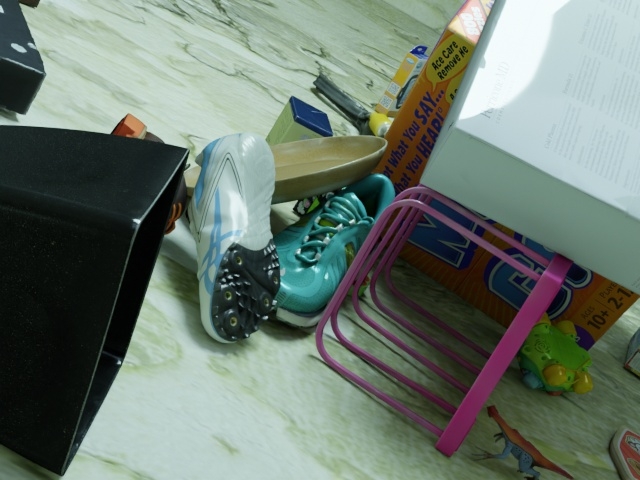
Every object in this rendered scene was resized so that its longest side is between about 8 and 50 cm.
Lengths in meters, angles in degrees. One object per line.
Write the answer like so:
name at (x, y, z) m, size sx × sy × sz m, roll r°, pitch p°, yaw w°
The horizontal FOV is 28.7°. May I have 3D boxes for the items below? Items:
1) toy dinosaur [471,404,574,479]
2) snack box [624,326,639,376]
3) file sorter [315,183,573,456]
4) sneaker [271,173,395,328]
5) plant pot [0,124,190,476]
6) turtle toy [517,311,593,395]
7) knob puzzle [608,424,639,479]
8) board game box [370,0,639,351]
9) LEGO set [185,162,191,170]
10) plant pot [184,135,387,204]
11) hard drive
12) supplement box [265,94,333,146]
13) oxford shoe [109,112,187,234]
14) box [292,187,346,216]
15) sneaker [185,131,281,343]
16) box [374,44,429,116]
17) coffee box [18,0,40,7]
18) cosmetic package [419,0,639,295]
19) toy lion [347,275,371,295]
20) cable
toy dinosaur at (0.192, 0.193, 1.207) m, size 0.047 × 0.090 × 0.082 m, roll -75°, pitch 152°, yaw -60°
snack box at (0.484, 0.175, 1.766) m, size 0.100 × 0.037 × 0.141 m, roll 37°, pitch 19°, yaw 7°
file sorter at (0.138, 0.047, 1.290) m, size 0.182 × 0.202 × 0.290 m, roll 33°, pitch 19°, yaw 10°
sneaker at (0.000, 0.000, 1.298) m, size 0.107 × 0.110 × 0.275 m, roll 36°, pitch 31°, yaw 6°
plant pot at (-0.209, 0.018, 0.864) m, size 0.167 × 0.188 × 0.187 m, roll 18°, pitch 20°, yaw -1°
turtle toy at (0.274, 0.144, 1.464) m, size 0.130 × 0.066 × 0.095 m, roll 21°, pitch 45°, yaw -38°
knob puzzle at (0.406, 0.271, 1.417) m, size 0.213 × 0.030 × 0.213 m, roll 29°, pitch 19°, yaw -11°
board game box at (0.306, -0.138, 1.567) m, size 0.356 × 0.356 × 0.356 m, roll 34°, pitch 50°, yaw 4°
LEGO set at (-0.187, -0.087, 1.384) m, size 0.083 × 0.023 × 0.054 m, roll 22°, pitch 15°, yaw 9°
plant pot at (-0.040, -0.074, 1.377) m, size 0.236 × 0.032 × 0.236 m, roll -10°, pitch 14°, yaw 2°
hard drive at (-0.440, -0.268, 1.353) m, size 0.237 × 0.064 × 0.339 m, roll 20°, pitch 23°, yaw -34°
supplement box at (-0.031, -0.130, 1.627) m, size 0.056 × 0.083 × 0.083 m, roll 27°, pitch 20°, yaw -17°
oxford shoe at (-0.169, -0.044, 1.190) m, size 0.098 × 0.097 × 0.271 m, roll 35°, pitch 18°, yaw -15°
box at (0.022, -0.039, 1.522) m, size 0.083 × 0.062 × 0.052 m, roll 38°, pitch 18°, yaw 14°
sneaker at (-0.089, 0.000, 1.183) m, size 0.085 × 0.086 × 0.237 m, roll 42°, pitch 37°, yaw -39°
box at (0.154, -0.282, 2.215) m, size 0.028 × 0.136 × 0.081 m, roll 39°, pitch 20°, yaw 17°
coffee box at (-0.448, -0.410, 1.573) m, size 0.246 × 0.141 × 0.098 m, roll 14°, pitch 26°, yaw -42°
cosmetic package at (0.290, -0.143, 1.267) m, size 0.284 × 0.097 × 0.377 m, roll 29°, pitch 50°, yaw -3°
toy lion at (0.014, 0.022, 1.416) m, size 0.100 × 0.034 × 0.096 m, roll 33°, pitch 26°, yaw 2°
cable at (0.094, -0.196, 2.011) m, size 0.139 × 0.072 × 0.287 m, roll 25°, pitch 19°, yaw -37°
